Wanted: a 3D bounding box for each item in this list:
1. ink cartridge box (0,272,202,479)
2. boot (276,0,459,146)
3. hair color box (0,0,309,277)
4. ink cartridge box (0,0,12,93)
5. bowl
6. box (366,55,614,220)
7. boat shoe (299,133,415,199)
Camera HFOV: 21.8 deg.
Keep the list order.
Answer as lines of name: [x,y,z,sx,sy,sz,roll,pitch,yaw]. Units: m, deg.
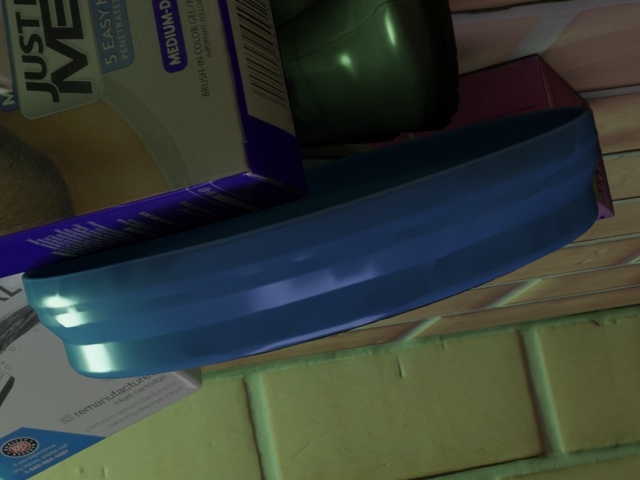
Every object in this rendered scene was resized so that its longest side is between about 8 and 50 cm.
ink cartridge box: [-0.279,0.054,1.371,0.223,0.129,0.307,-28,137,22]
boot: [-0.037,-0.111,1.170,0.223,0.118,0.338,-7,170,-11]
hair color box: [-0.194,-0.079,1.008,0.339,0.185,0.110,-15,169,18]
ink cartridge box: [-0.263,-0.120,0.823,0.203,0.148,0.086,-15,167,23]
bowl: [0.000,0.000,1.108,0.391,0.077,0.391,-17,-174,2]
box: [0.143,-0.068,1.572,0.213,0.117,0.243,-14,169,18]
boat shoe: [-0.008,-0.063,1.399,0.367,0.156,0.136,3,142,-5]
